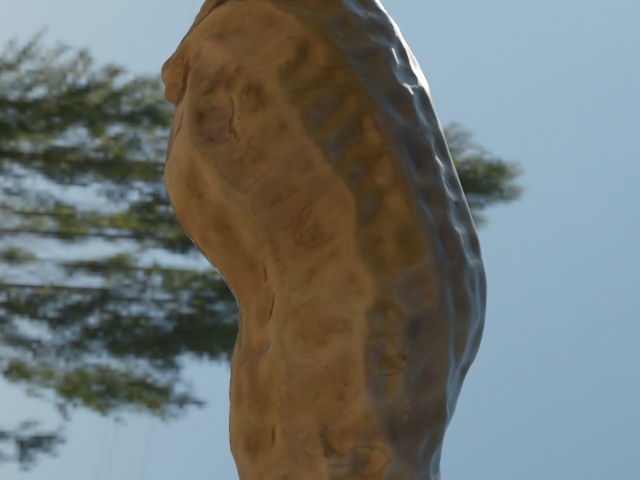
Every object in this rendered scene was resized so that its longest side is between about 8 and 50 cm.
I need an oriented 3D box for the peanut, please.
[{"bbox_3d":[0.000,0.000,0.752,0.140,0.153,0.325,136,-47,-54],"label":"peanut"}]
